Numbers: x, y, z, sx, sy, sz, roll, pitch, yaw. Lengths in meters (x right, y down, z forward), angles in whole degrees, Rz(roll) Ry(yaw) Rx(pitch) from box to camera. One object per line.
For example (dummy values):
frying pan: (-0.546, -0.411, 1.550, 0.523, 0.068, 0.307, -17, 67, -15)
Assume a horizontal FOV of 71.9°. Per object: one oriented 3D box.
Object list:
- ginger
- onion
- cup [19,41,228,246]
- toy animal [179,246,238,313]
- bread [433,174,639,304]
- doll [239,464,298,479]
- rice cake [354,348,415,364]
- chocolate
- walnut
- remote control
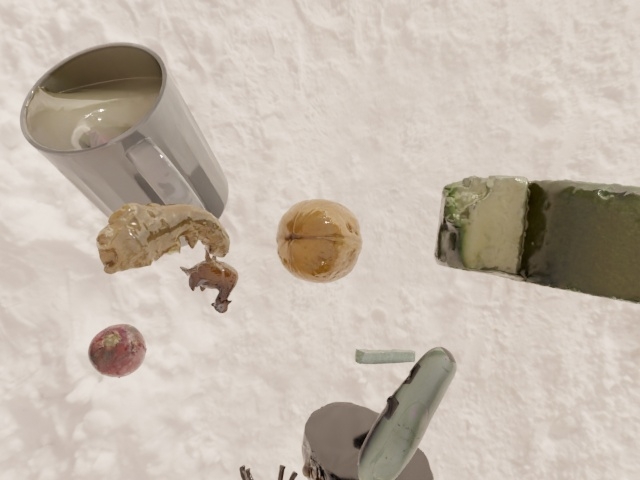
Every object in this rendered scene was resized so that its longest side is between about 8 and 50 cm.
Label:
ginger: (-0.165, -0.007, 0.488, 0.051, 0.173, 0.070, -8, 90, 38)
onion: (-0.596, 0.341, 1.313, 0.159, 0.160, 0.195, 14, 139, 4)
cup: (-0.291, -0.119, 0.781, 0.236, 0.327, 0.323, -40, 63, -14)
toy animal: (-0.308, 0.110, 1.209, 0.188, 0.089, 0.179, -4, 79, 22)
bread: (0.334, -0.001, 0.566, 0.380, 0.366, 0.129, 8, 93, -12)
doll: (-0.113, 0.576, 0.952, 0.138, 0.165, 0.057, -6, 139, 7)
rice cake: (0.160, 0.283, 1.077, 0.170, 0.029, 0.033, 6, 92, -23)
chocolate: (0.088, 0.516, 0.927, 0.224, 0.340, 0.211, -7, 102, -25)
walnut: (0.000, 0.000, 1.005, 0.192, 0.225, 0.194, 4, 97, 32)
remote control: (0.147, 0.290, 0.726, 0.097, 0.045, 0.256, 40, 76, -24)
